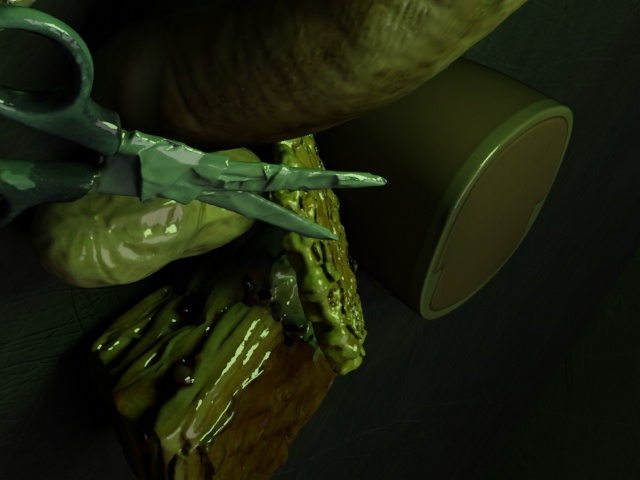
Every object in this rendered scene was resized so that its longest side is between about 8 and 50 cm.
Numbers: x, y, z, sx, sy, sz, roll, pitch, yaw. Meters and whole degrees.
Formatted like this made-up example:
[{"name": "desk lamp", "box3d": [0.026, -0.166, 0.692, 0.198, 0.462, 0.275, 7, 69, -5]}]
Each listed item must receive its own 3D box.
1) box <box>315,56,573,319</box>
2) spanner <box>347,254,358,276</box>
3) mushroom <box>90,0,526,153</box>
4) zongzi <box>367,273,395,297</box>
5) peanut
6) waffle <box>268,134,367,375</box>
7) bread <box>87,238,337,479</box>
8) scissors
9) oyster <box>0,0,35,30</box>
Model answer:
[{"name": "box", "box3d": [0.134, -0.082, 1.375, 0.301, 0.216, 0.301, -40, 151, -29]}, {"name": "spanner", "box3d": [0.084, -0.042, 1.567, 0.325, 0.026, 0.093, -54, 155, -4]}, {"name": "mushroom", "box3d": [-0.004, -0.185, 0.917, 0.224, 0.314, 0.397, 2, 126, -58]}, {"name": "zongzi", "box3d": [0.188, -0.040, 1.659, 0.228, 0.115, 0.256, -12, 127, -50]}, {"name": "peanut", "box3d": [-0.144, -0.034, 1.053, 0.125, 0.111, 0.274, -30, 177, 39]}, {"name": "waffle", "box3d": [-0.002, 0.001, 1.196, 0.051, 0.291, 0.291, -15, 153, 5]}, {"name": "bread", "box3d": [-0.111, 0.138, 1.259, 0.370, 0.191, 0.314, -56, 155, -37]}, {"name": "scissors", "box3d": [-0.126, -0.051, 0.880, 0.383, 0.029, 0.256, 11, 141, -33]}, {"name": "oyster", "box3d": [-0.238, -0.207, 0.706, 0.396, 0.111, 0.204, -28, 163, -45]}]
